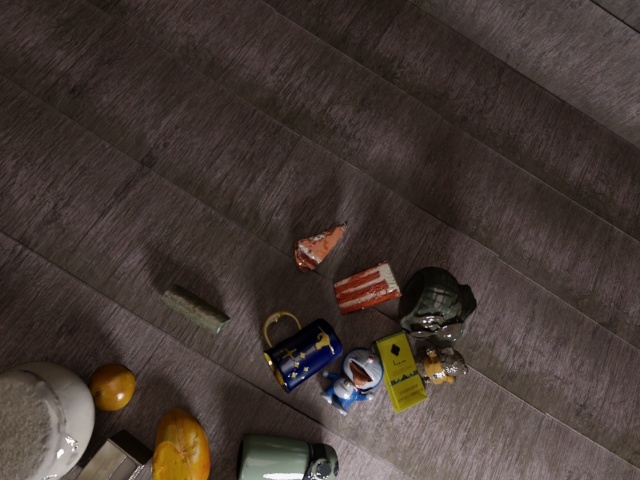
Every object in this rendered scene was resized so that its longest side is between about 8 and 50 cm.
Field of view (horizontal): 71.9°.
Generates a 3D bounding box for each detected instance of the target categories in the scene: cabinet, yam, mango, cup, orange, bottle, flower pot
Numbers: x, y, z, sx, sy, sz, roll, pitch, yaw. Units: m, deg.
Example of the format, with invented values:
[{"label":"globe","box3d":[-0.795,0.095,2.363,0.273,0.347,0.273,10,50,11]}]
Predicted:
[{"label":"cabinet","box3d":[-0.660,0.726,1.400,0.148,0.215,0.175,38,71,1]},{"label":"yam","box3d":[-0.463,0.259,1.640,0.259,0.093,0.093,32,71,-1]},{"label":"mango","box3d":[-0.467,0.701,1.491,0.187,0.138,0.257,-1,72,-3]},{"label":"cup","box3d":[-0.075,0.382,1.621,0.256,0.178,0.255,-31,109,-20]},{"label":"orange","box3d":[-0.704,0.494,1.499,0.158,0.136,0.159,3,96,26]},{"label":"bottle","box3d":[-0.110,0.768,1.529,0.346,0.168,0.169,10,73,-12]},{"label":"flower pot","box3d":[0.442,0.263,1.725,0.213,0.302,0.302,24,71,-8]}]

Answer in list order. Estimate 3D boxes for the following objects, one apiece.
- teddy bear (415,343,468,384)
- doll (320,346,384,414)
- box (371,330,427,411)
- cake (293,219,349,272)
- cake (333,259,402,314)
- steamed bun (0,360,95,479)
[{"label":"teddy bear","box3d":[0.470,0.483,1.706,0.177,0.190,0.140,52,38,3]},{"label":"doll","box3d":[0.118,0.517,1.654,0.215,0.161,0.257,34,72,26]},{"label":"box","box3d":[0.311,0.509,1.732,0.153,0.041,0.279,-11,77,-32]},{"label":"cake","box3d":[0.001,-0.002,1.804,0.287,0.098,0.135,-43,86,-18]},{"label":"cake","box3d":[0.200,0.193,1.816,0.261,0.159,0.158,-23,78,19]},{"label":"steamed bun","box3d":[-0.874,0.563,1.380,0.374,0.241,0.375,-1,85,11]}]
